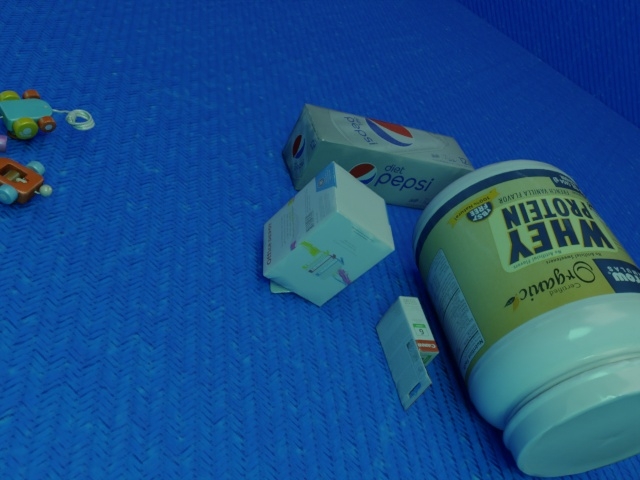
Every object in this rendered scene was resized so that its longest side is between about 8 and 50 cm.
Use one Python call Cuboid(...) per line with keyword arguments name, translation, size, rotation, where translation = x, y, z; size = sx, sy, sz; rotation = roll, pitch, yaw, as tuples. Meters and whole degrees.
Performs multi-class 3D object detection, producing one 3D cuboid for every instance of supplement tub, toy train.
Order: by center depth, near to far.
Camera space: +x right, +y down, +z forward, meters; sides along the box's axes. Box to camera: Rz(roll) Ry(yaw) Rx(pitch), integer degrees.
Cuboid(name="toy train", translation=(-0.329, -0.100, 0.645), size=(0.125, 0.046, 0.166), rotation=(26, 41, -8))
Cuboid(name="supplement tub", translation=(0.257, 0.082, 0.684), size=(0.229, 0.228, 0.316), rotation=(10, 42, -25))

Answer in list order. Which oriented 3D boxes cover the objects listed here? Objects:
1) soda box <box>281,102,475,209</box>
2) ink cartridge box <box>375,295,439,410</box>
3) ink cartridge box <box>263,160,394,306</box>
Cuboid(name="soda box", translation=(0.093, -0.123, 0.909), size=(0.287, 0.098, 0.091), rotation=(6, 44, -28))
Cuboid(name="ink cartridge box", translation=(0.102, 0.127, 0.664), size=(0.029, 0.062, 0.115), rotation=(7, 44, -25))
Cuboid(name="ink cartridge box", translation=(0.000, 0.000, 0.685), size=(0.090, 0.143, 0.092), rotation=(32, 34, -28))
